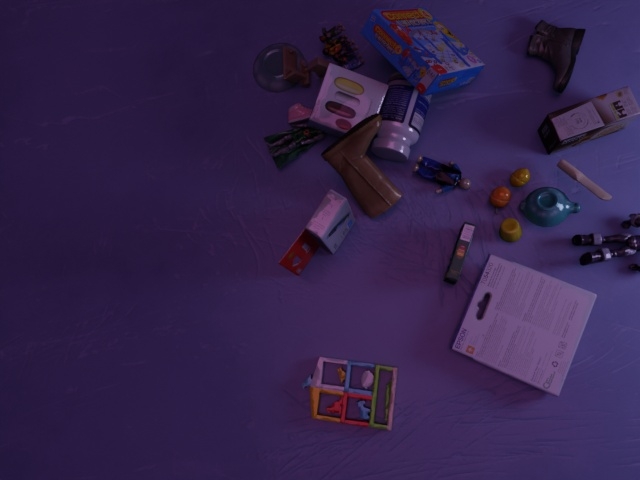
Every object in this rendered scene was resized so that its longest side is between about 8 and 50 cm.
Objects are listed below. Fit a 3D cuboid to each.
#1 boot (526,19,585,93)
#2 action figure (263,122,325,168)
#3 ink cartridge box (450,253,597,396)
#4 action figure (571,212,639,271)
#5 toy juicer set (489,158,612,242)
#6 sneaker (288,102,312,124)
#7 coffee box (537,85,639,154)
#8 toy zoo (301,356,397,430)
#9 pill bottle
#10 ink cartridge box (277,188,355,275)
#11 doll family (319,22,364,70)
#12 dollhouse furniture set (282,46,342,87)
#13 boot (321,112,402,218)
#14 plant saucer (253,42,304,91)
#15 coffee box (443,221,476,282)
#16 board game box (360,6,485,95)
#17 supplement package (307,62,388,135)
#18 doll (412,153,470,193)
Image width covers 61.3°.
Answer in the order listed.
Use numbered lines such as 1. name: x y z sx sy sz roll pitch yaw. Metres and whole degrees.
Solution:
1. boot: 0.753 -0.601 1.771 0.161 0.083 0.246 17 76 19
2. action figure: -0.070 -0.354 1.855 0.232 0.063 0.137 -25 73 0
3. ink cartridge box: 0.604 0.248 1.624 0.330 0.071 0.324 23 84 16
4. action figure: 0.919 0.010 1.610 0.285 0.099 0.185 -5 71 4
5. toy juicer set: 0.690 -0.140 1.683 0.329 0.089 0.209 -23 63 12
6. sneaker: -0.050 -0.448 1.871 0.134 0.051 0.070 -8 83 12
7. coffee box: 0.825 -0.367 1.672 0.247 0.141 0.098 -19 77 4
8. toy zoo: 0.085 0.470 1.680 0.293 0.030 0.192 5 80 10
9. pill bottle: 0.262 -0.401 1.761 0.153 0.153 0.264 17 82 12
10. ink cartridge box: 0.000 0.000 1.650 0.066 0.296 0.261 33 86 13
11. doll family: 0.065 -0.657 1.885 0.111 0.076 0.193 -33 79 -3
12. dollhouse furniture set: -0.027 -0.618 1.852 0.151 0.144 0.123 -15 73 48
13. boot: 0.167 -0.233 1.695 0.236 0.089 0.269 -33 110 27
14. plant saucer: -0.152 -0.628 1.931 0.195 0.037 0.194 -2 78 9
15. coffee box: 0.429 0.041 1.669 0.041 0.113 0.184 18 84 11
16. board game box: 0.332 -0.614 1.730 0.308 0.086 0.302 -27 71 -44
17. supplement package: 0.084 -0.438 1.757 0.203 0.149 0.194 19 93 -6
18. doll: 0.397 -0.210 1.757 0.189 0.046 0.129 23 74 6
